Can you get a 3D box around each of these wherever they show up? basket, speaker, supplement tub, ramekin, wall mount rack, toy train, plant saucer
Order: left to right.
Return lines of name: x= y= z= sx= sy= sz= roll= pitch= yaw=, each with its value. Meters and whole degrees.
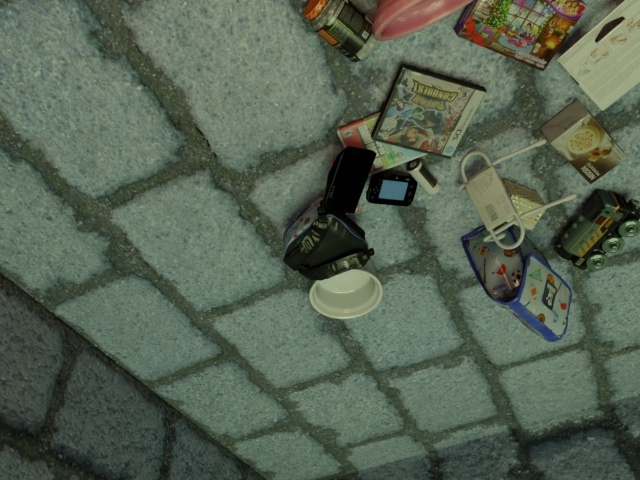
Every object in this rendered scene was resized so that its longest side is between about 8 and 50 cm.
supplement tub: x=0.056 y=-0.574 z=1.479 sx=0.190 sy=0.117 sz=0.117 roll=31 pitch=123 yaw=-28
ramekin: x=0.093 y=0.162 z=2.134 sx=0.277 sy=0.135 sz=0.277 roll=-1 pitch=132 yaw=-2
speaker: x=0.346 y=-0.212 z=1.868 sx=0.055 sy=0.055 sz=0.136 roll=-32 pitch=126 yaw=23
plant saucer: x=0.271 y=-0.607 z=1.370 sx=0.332 sy=0.332 sz=0.084 roll=-23 pitch=95 yaw=16
wall mount rack: x=0.614 y=-0.158 z=1.787 sx=0.130 sy=0.350 sz=0.304 roll=-3 pitch=155 yaw=-43
basket: x=0.680 y=-0.126 z=1.930 sx=0.167 sy=0.113 sz=0.103 roll=16 pitch=127 yaw=-18
toy train: x=1.006 y=-0.033 z=2.031 sx=0.190 sy=0.142 sz=0.334 roll=22 pitch=130 yaw=-6

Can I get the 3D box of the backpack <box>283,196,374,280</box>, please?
backpack: x=0.000 y=0.000 z=1.934 sx=0.263 sy=0.213 sz=0.276 roll=-39 pitch=118 yaw=18

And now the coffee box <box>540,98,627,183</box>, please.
coffee box: x=0.842 y=-0.312 z=1.781 sx=0.246 sy=0.098 sz=0.141 roll=33 pitch=122 yaw=-29

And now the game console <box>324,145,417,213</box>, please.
game console: x=0.177 y=-0.185 z=1.807 sx=0.361 sy=0.044 sz=0.213 roll=2 pitch=119 yaw=-34

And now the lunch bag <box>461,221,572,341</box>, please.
lunch bag: x=0.716 y=0.145 z=1.994 sx=0.239 sy=0.386 sz=0.327 roll=-37 pitch=124 yaw=27

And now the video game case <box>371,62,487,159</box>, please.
video game case: x=0.324 y=-0.383 z=1.691 sx=0.274 sy=0.035 sz=0.248 roll=11 pitch=130 yaw=-14

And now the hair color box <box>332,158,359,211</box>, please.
hair color box: x=0.084 y=-0.181 z=1.851 sx=0.053 sy=0.093 sz=0.167 roll=-14 pitch=131 yaw=10

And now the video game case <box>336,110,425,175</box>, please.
video game case: x=0.219 y=-0.323 z=1.779 sx=0.285 sy=0.025 sz=0.204 roll=-19 pitch=130 yaw=13

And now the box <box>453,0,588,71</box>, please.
box: x=0.543 y=-0.607 z=1.522 sx=0.293 sy=0.057 sz=0.201 roll=15 pitch=129 yaw=-16

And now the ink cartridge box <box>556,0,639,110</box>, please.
ink cartridge box: x=0.855 y=-0.555 z=1.585 sx=0.261 sy=0.066 sz=0.296 roll=32 pitch=122 yaw=-28
